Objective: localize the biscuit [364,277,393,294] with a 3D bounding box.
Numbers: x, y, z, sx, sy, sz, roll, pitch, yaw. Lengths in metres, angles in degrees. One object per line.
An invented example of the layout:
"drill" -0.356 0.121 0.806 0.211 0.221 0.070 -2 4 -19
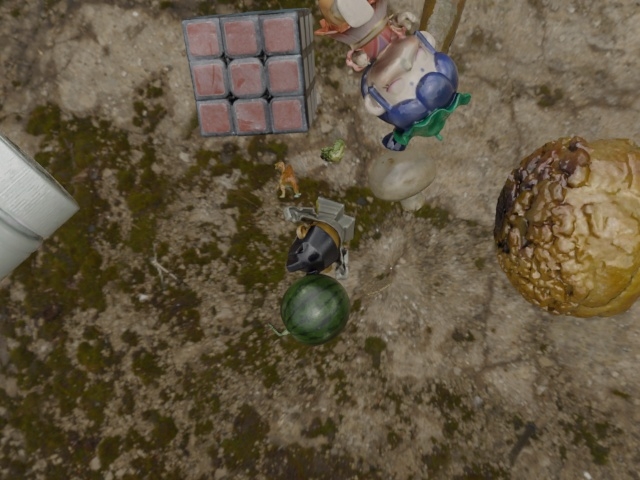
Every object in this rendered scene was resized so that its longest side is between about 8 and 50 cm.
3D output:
"biscuit" 0.218 0.173 1.928 0.120 0.120 0.015 -25 98 6

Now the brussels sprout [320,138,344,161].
"brussels sprout" 0.038 -0.270 1.574 0.085 0.085 0.058 -10 69 7

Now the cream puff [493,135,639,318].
"cream puff" 0.419 -0.034 0.875 0.231 0.327 0.343 5 44 15

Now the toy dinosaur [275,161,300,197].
"toy dinosaur" -0.113 -0.235 1.961 0.057 0.212 0.143 -1 93 -36

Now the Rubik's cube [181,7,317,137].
"Rubik's cube" -0.175 -0.469 1.417 0.304 0.301 0.304 -1 116 4

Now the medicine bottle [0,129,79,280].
"medicine bottle" -0.536 -0.006 0.735 0.332 0.190 0.190 -43 82 -9

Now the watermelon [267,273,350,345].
"watermelon" -0.023 0.192 1.365 0.214 0.188 0.188 -38 82 -14

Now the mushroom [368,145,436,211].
"mushroom" 0.250 -0.174 1.533 0.204 0.204 0.205 0 87 8

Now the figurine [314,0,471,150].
"figurine" 0.077 -0.181 0.506 0.111 0.102 0.195 -42 122 0

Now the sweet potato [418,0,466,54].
"sweet potato" 0.193 -0.346 0.871 0.075 0.075 0.274 18 83 8

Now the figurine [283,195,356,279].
"figurine" -0.001 -0.003 1.657 0.308 0.308 0.143 48 138 8
